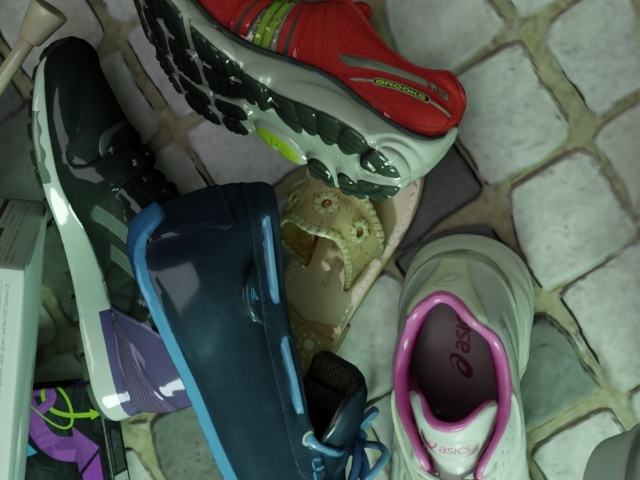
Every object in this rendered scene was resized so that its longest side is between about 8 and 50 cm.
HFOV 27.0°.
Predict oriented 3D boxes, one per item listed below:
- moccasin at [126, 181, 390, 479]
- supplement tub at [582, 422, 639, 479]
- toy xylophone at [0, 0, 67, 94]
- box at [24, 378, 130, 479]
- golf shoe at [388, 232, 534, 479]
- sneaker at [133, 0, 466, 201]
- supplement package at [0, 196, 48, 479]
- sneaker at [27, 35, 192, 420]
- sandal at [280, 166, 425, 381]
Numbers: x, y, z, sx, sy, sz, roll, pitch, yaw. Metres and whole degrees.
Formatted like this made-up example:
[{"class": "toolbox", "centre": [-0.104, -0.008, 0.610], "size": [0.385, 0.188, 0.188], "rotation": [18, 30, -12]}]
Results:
[{"class": "moccasin", "centre": [-0.017, 0.120, 0.901], "size": [0.117, 0.137, 0.342], "rotation": [-24, 119, -4]}, {"class": "supplement tub", "centre": [0.345, 0.162, 0.764], "size": [0.331, 0.241, 0.241], "rotation": [-25, 90, 31]}, {"class": "toy xylophone", "centre": [-0.320, -0.160, 1.009], "size": [0.236, 0.081, 0.322], "rotation": [45, 106, 7]}, {"class": "box", "centre": [-0.228, 0.171, 1.047], "size": [0.162, 0.029, 0.116], "rotation": [-8, 94, 23]}, {"class": "golf shoe", "centre": [0.089, 0.153, 0.907], "size": [0.115, 0.140, 0.306], "rotation": [-3, 98, 14]}, {"class": "sneaker", "centre": [-0.019, -0.130, 0.930], "size": [0.279, 0.107, 0.118], "rotation": [36, 64, 23]}, {"class": "supplement package", "centre": [-0.274, 0.112, 0.907], "size": [0.145, 0.204, 0.261], "rotation": [6, 103, -9]}, {"class": "sneaker", "centre": [-0.122, -0.015, 0.973], "size": [0.124, 0.107, 0.283], "rotation": [-10, 103, 9]}, {"class": "sandal", "centre": [0.006, 0.003, 0.940], "size": [0.088, 0.079, 0.240], "rotation": [24, 102, 12]}]
